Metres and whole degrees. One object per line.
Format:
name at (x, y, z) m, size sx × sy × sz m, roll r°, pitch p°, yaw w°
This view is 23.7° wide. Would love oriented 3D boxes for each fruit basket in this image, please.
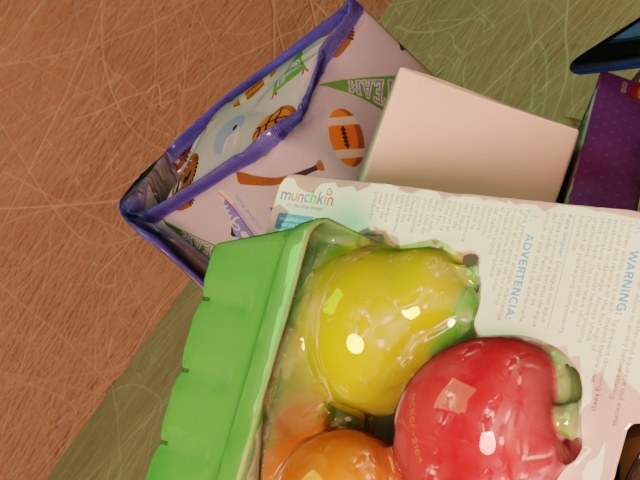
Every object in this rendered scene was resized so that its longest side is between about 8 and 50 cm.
fruit basket at (0.067, 0.126, 0.975) m, size 0.353 × 0.165 × 0.327 m, roll 9°, pitch 79°, yaw 34°

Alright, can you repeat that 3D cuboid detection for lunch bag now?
lunch bag at (0.000, 0.000, 1.530) m, size 0.385 × 0.328 × 0.239 m, roll -25°, pitch 27°, yaw 53°

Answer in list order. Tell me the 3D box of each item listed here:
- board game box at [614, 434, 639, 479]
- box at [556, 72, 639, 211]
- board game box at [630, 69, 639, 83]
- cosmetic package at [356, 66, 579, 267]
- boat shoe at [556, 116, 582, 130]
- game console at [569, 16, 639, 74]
board game box at (0.168, 0.213, 0.990) m, size 0.243 × 0.042 × 0.165 m, roll -36°, pitch 20°, yaw 54°
box at (0.198, 0.025, 1.221) m, size 0.293 × 0.057 × 0.201 m, roll -66°, pitch -5°, yaw -48°
board game box at (0.363, -0.184, 1.449) m, size 0.281 × 0.027 × 0.145 m, roll -50°, pitch 10°, yaw 12°
cosmetic package at (0.070, 0.069, 1.224) m, size 0.197 × 0.155 × 0.365 m, roll 93°, pitch -164°, yaw -83°
boat shoe at (0.244, -0.094, 1.562) m, size 0.063 × 0.059 × 0.170 m, roll -48°, pitch 13°, yaw 23°
game console at (0.336, -0.262, 1.184) m, size 0.293 × 0.250 × 0.173 m, roll -33°, pitch 44°, yaw -17°
